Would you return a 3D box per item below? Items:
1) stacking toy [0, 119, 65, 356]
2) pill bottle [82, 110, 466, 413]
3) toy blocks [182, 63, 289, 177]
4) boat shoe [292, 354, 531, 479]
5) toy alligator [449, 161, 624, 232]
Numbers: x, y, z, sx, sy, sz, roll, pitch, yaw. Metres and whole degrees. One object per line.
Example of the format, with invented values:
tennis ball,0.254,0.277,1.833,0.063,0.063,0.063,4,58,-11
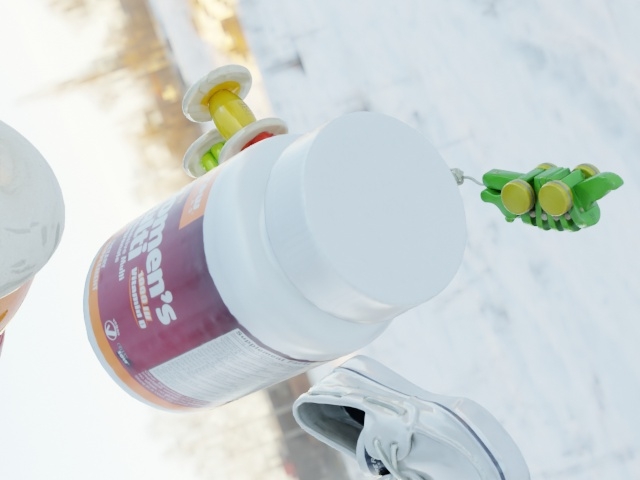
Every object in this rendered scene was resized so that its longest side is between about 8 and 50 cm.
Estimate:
stacking toy,-0.412,0.132,1.429,0.351,0.350,0.480,-112,27,-55
pill bottle,-0.029,0.014,0.884,0.221,0.121,0.121,-28,80,51
toy blocks,-0.035,-0.027,1.100,0.148,0.054,0.123,56,160,25
boat shoe,0.071,0.174,1.429,0.267,0.088,0.096,28,138,50
toy alligator,0.175,-0.034,1.387,0.189,0.056,0.051,3,112,42
